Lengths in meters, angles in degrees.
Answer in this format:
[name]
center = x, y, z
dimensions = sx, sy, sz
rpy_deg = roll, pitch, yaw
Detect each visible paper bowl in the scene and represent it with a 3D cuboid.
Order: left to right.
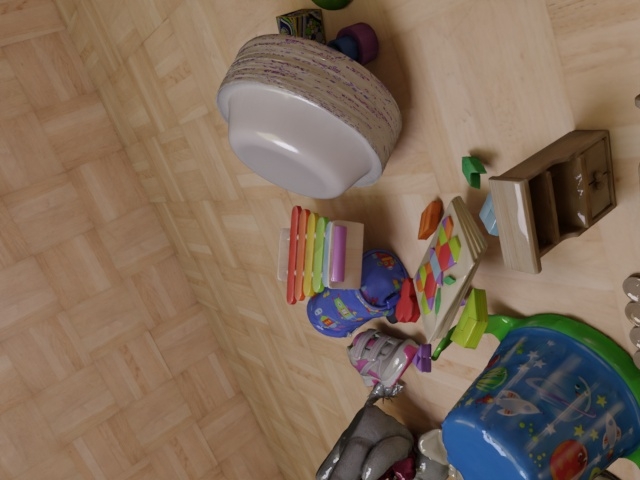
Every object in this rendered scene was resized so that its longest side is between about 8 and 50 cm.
[paper bowl]
center = -0.029, -0.169, 0.850
dimensions = 0.284, 0.148, 0.284
rpy_deg = 22, 167, 5

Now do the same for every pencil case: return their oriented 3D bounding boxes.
[pencil case]
center = 0.071, 0.124, 1.137
dimensions = 0.133, 0.119, 0.306
rpy_deg = 56, 153, 7

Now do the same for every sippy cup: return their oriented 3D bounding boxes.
[sippy cup]
center = 0.300, 0.258, 0.768
dimensions = 0.305, 0.224, 0.240
rpy_deg = 15, 129, 55

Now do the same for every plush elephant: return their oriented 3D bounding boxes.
[plush elephant]
center = 0.171, 0.498, 1.220
dimensions = 0.255, 0.330, 0.272
rpy_deg = 33, 163, 4

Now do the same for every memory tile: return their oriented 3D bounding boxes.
[memory tile]
center = 0.423, 0.112, 0.647
dimensions = 0.113, 0.012, 0.148
rpy_deg = 12, 128, 55

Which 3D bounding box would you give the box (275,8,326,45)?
[box]
center = -0.024, -0.306, 0.940
dimensions = 0.054, 0.059, 0.168
rpy_deg = 28, 139, 46

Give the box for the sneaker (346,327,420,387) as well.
[sneaker]
center = 0.122, 0.247, 1.173
dimensions = 0.111, 0.103, 0.252
rpy_deg = 46, 152, 0

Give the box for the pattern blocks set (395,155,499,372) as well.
[pattern blocks set]
center = 0.180, 0.042, 0.793
dimensions = 0.285, 0.026, 0.324
rpy_deg = -102, 23, -64

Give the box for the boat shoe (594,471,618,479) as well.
[boat shoe]
center = 0.477, 0.461, 0.780
dimensions = 0.324, 0.120, 0.122
rpy_deg = 21, 134, 51

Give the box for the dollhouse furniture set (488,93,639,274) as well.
[dollhouse furniture set]
center = 0.317, -0.033, 0.521
dimensions = 0.242, 0.161, 0.212
rpy_deg = 15, 129, 54

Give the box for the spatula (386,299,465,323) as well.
[spatula]
center = 0.185, 0.117, 1.036
dimensions = 0.084, 0.030, 0.296
rpy_deg = 57, 153, 9

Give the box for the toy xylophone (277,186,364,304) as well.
[toy xylophone]
center = 0.000, 0.000, 1.049
dimensions = 0.323, 0.081, 0.236
rpy_deg = 155, 118, -67

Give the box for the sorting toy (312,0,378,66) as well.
[sorting toy]
center = -0.041, -0.414, 0.794
dimensions = 0.127, 0.126, 0.365
rpy_deg = -7, 110, 61
